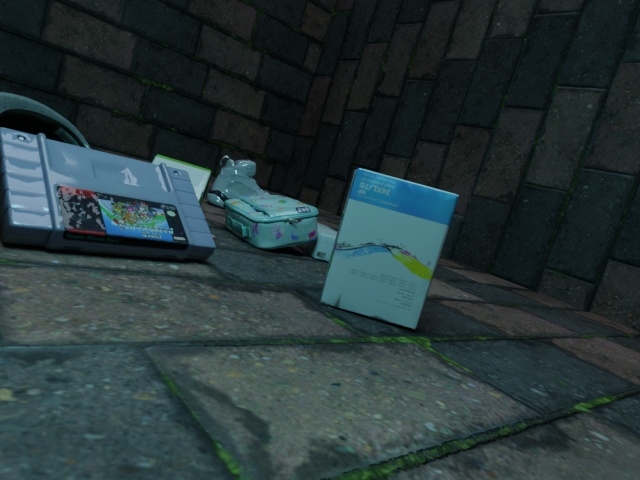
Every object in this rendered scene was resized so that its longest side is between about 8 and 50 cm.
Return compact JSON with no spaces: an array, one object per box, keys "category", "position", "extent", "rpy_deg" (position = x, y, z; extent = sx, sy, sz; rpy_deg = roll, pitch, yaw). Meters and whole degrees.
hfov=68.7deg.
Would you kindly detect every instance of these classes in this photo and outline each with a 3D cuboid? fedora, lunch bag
[{"category":"fedora","position":[-0.611,-0.168,0.977],"extent":[0.124,0.244,0.275],"rpy_deg":[-23,-6,18]},{"category":"lunch bag","position":[-0.150,-0.062,1.362],"extent":[0.224,0.108,0.279],"rpy_deg":[-6,17,-33]}]

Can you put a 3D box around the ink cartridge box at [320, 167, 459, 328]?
[{"category":"ink cartridge box","position":[0.130,0.008,0.965],"extent":[0.197,0.270,0.198],"rpy_deg":[15,7,0]}]

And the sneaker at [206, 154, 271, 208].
[{"category":"sneaker","position":[-0.261,-0.207,1.906],"extent":[0.366,0.210,0.137],"rpy_deg":[14,8,-20]}]

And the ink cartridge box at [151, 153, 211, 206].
[{"category":"ink cartridge box","position":[-0.478,-0.149,1.514],"extent":[0.188,0.097,0.255],"rpy_deg":[16,42,-11]}]

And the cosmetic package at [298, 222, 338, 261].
[{"category":"cosmetic package","position":[0.000,0.000,1.460],"extent":[0.117,0.085,0.231],"rpy_deg":[13,7,-27]}]

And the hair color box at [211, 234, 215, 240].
[{"category":"hair color box","position":[-0.303,-0.007,0.988],"extent":[0.141,0.043,0.072],"rpy_deg":[11,10,-45]}]

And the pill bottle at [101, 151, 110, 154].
[{"category":"pill bottle","position":[-0.599,-0.181,1.303],"extent":[0.121,0.121,0.216],"rpy_deg":[10,11,-44]}]

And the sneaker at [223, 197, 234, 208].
[{"category":"sneaker","position":[-0.290,-0.113,1.708],"extent":[0.192,0.064,0.086],"rpy_deg":[23,4,23]}]

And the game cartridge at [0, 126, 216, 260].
[{"category":"game cartridge","position":[-0.374,-0.073,0.851],"extent":[0.355,0.068,0.230],"rpy_deg":[8,40,-47]}]
